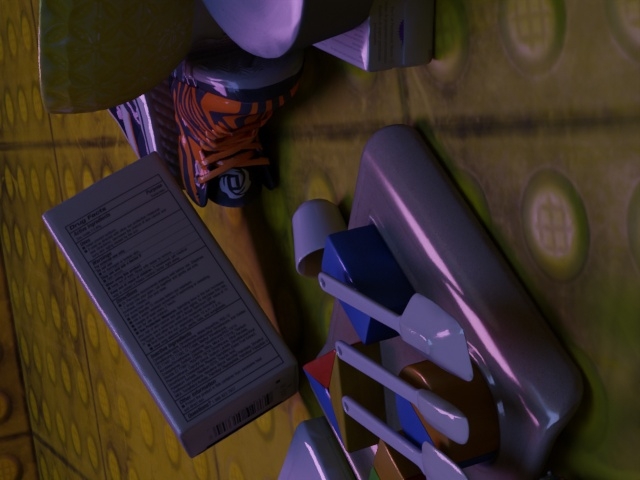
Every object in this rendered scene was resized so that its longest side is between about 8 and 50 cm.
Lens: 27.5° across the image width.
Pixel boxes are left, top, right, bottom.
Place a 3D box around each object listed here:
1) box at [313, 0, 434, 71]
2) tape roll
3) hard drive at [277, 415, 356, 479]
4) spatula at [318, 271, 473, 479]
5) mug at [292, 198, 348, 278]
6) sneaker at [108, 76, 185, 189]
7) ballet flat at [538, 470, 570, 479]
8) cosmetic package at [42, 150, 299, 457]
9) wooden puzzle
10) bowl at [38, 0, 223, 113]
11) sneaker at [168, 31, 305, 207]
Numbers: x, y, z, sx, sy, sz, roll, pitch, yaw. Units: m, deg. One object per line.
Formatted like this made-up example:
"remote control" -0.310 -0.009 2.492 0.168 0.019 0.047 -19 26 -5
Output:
"box" -0.005 -0.221 1.182 0.324 0.063 0.067 -144 48 -57
"tape roll" -0.043 -0.258 1.030 0.219 0.072 0.219 45 149 37
"hard drive" 0.030 0.368 1.383 0.307 0.040 0.203 63 151 33
"spatula" 0.062 0.109 1.036 0.242 0.019 0.168 29 134 63
"mug" -0.002 -0.001 1.279 0.078 0.062 0.064 124 139 -49
"sneaker" -0.199 -0.223 1.540 0.127 0.126 0.321 24 123 55
"ballet flat" 0.172 0.281 1.005 0.077 0.091 0.241 -81 -1 -62
"cosmetic package" -0.163 0.071 1.445 0.296 0.153 0.129 56 168 17
"wooden puzzle" 0.072 0.126 1.138 0.347 0.081 0.322 105 146 -45
"bowl" -0.161 -0.251 1.208 0.289 0.156 0.289 -173 90 -84
"sneaker" -0.081 -0.118 1.355 0.321 0.125 0.180 -142 42 -71
